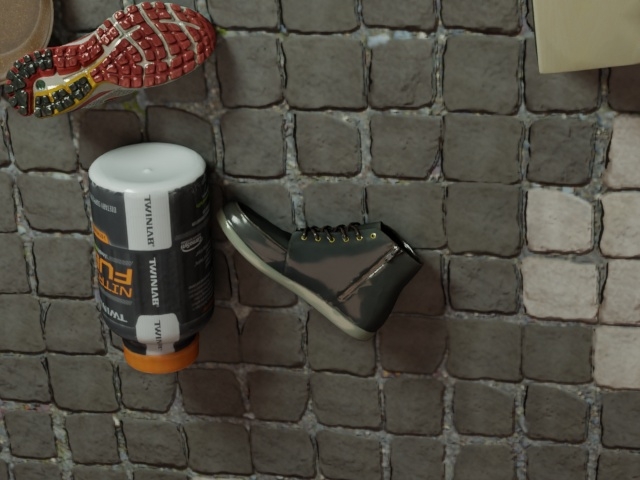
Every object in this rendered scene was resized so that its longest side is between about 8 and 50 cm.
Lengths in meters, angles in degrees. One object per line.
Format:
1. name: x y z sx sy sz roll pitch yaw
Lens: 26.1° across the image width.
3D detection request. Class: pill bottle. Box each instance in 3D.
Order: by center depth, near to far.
1. pill bottle: -0.184 0.026 1.536 0.130 0.130 0.246 5 118 11

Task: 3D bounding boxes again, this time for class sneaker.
1. sneaker: -0.219 -0.193 1.463 0.225 0.093 0.088 -15 94 5
2. sneaker: 0.000 0.000 1.520 0.222 0.083 0.118 36 104 -3

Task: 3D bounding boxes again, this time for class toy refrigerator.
1. toy refrigerator: 0.241 -0.301 1.285 0.102 0.094 0.269 -6 117 9

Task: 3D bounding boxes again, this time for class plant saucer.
1. plant saucer: -0.375 -0.263 1.482 0.198 0.036 0.199 5 119 10
